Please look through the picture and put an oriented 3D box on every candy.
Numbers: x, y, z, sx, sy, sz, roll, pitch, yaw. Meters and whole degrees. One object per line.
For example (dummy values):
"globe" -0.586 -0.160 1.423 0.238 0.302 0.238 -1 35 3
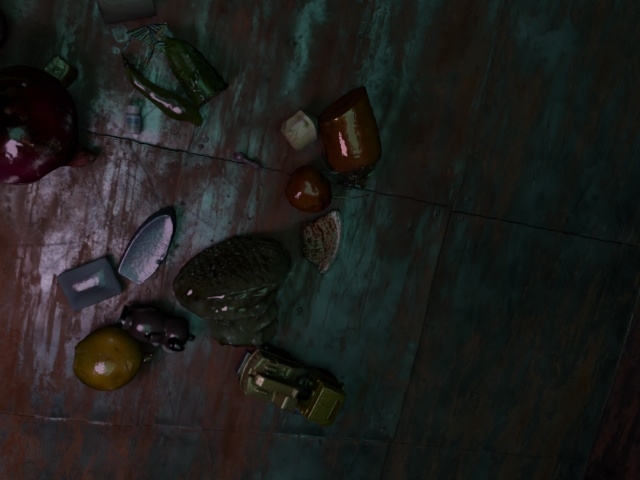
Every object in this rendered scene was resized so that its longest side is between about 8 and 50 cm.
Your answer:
"candy" -0.764 0.146 1.752 0.174 0.071 0.138 -21 106 -7

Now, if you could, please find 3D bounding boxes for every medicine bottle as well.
"medicine bottle" -0.597 -0.385 1.686 0.052 0.052 0.089 4 101 -14

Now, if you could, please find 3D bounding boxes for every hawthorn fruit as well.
"hawthorn fruit" 0.021 -0.162 1.820 0.285 0.165 0.166 10 100 -12

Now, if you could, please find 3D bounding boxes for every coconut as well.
"coconut" -0.062 -0.376 1.783 0.122 0.116 0.116 -38 107 -2

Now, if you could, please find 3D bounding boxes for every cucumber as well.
"cucumber" -0.412 -0.543 1.665 0.134 0.134 0.244 -39 104 -2

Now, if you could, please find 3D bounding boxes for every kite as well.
"kite" -0.523 -0.621 1.674 0.182 0.010 0.160 28 95 -17

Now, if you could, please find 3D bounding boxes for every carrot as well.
"carrot" 0.104 -0.326 1.785 0.214 0.193 0.332 -30 113 -30

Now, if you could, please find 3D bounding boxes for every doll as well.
"doll" -0.548 0.296 1.779 0.257 0.182 0.117 27 108 -20

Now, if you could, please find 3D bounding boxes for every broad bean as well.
"broad bean" -0.512 -0.464 1.681 0.325 0.067 0.075 37 83 -19

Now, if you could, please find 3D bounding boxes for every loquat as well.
"loquat" -0.683 0.392 1.756 0.245 0.213 0.214 3 101 -13

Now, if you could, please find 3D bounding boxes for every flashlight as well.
"flashlight" -0.248 -0.273 1.803 0.110 0.052 0.031 24 60 -23

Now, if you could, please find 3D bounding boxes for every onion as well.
"onion" -0.824 -0.308 1.546 0.348 0.347 0.385 -54 142 2

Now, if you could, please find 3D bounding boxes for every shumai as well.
"shumai" -0.266 0.194 1.781 0.397 0.324 0.324 -16 120 -4

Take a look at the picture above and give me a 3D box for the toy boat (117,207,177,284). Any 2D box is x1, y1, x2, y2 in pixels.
"toy boat" -0.570 0.015 1.767 0.127 0.078 0.283 33 94 -14

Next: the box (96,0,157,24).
"box" -0.576 -0.753 1.520 0.149 0.226 0.226 -14 105 -10

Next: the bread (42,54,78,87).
"bread" -0.790 -0.511 1.605 0.076 0.070 0.083 43 93 -17

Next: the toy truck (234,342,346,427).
"toy truck" -0.102 0.524 1.901 0.405 0.254 0.181 29 90 -20

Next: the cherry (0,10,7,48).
"cherry" -0.991 -0.605 1.486 0.194 0.195 0.195 -3 103 -13

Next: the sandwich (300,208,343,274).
"sandwich" 0.008 0.006 1.905 0.159 0.079 0.235 -5 99 -2
